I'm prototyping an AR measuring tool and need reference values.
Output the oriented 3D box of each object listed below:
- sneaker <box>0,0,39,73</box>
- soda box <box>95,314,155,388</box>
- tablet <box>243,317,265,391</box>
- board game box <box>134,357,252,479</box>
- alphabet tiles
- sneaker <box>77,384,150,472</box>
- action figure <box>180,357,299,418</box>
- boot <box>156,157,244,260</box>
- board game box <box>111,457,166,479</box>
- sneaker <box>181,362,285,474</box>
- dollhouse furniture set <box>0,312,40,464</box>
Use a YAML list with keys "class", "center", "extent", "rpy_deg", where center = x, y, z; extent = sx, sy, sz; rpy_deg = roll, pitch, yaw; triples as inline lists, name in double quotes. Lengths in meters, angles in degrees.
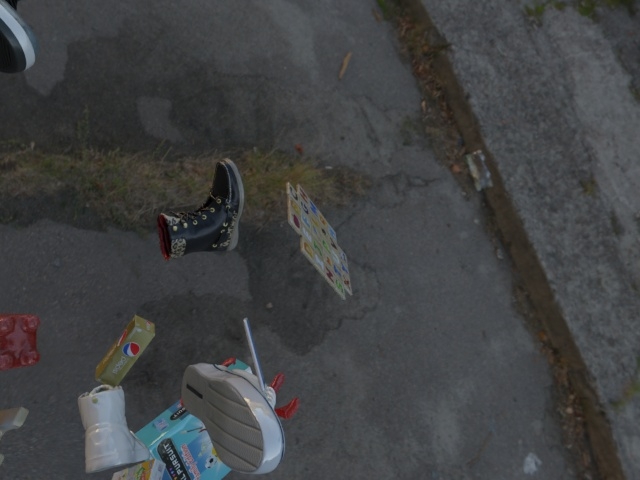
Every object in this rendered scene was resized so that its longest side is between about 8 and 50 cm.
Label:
- class: "sneaker"
  center: [-0.419, -0.338, 0.653]
  extent: [0.296, 0.123, 0.178]
  rpy_deg: [39, 53, 11]
- class: "soda box"
  center: [-0.501, 0.285, 1.282]
  extent: [0.058, 0.061, 0.181]
  rpy_deg: [34, 96, -28]
- class: "tablet"
  center: [-0.078, 0.132, 0.585]
  extent: [0.006, 0.054, 0.083]
  rpy_deg: [-16, 86, -8]
- class: "board game box"
  center: [-0.301, 0.519, 1.333]
  extent: [0.336, 0.079, 0.253]
  rpy_deg: [-35, 123, -36]
- class: "alphabet tiles"
  center: [0.000, 0.000, 1.424]
  extent: [0.342, 0.011, 0.285]
  rpy_deg: [51, 22, -37]
- class: "sneaker"
  center: [-0.430, 0.388, 1.053]
  extent: [0.108, 0.292, 0.169]
  rpy_deg: [-10, 70, -18]
- class: "action figure"
  center: [-0.157, 0.285, 0.977]
  extent: [0.091, 0.281, 0.139]
  rpy_deg: [64, 33, -16]
- class: "boot"
  center: [-0.433, -0.101, 1.810]
  extent: [0.285, 0.377, 0.138]
  rpy_deg: [-16, 42, -36]
- class: "board game box"
  center: [-0.315, 0.442, 0.805]
  extent: [0.026, 0.104, 0.154]
  rpy_deg: [50, 24, -30]
- class: "sneaker"
  center: [-0.094, 0.204, 0.623]
  extent: [0.091, 0.258, 0.094]
  rpy_deg: [7, 91, -31]
- class: "dollhouse furniture set"
  center: [-0.468, 0.072, 0.507]
  extent: [0.374, 0.152, 0.201]
  rpy_deg: [61, 33, -43]
